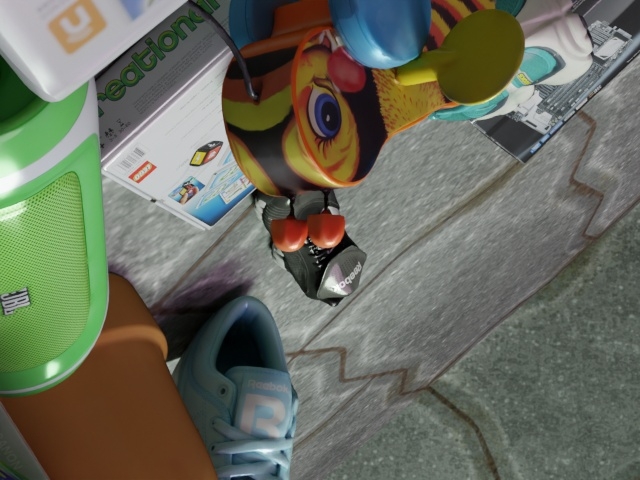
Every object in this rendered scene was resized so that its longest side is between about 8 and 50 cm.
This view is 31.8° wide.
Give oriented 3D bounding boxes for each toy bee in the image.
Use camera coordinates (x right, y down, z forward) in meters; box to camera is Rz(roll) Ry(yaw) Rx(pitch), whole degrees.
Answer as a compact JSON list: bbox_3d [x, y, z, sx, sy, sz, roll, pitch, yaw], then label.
[{"bbox_3d":[-0.003,-0.080,0.627,0.298,0.162,0.195,-11,-174,-28],"label":"toy bee"}]

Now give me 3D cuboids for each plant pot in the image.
[{"bbox_3d":[-0.217,0.196,0.932,0.291,0.203,0.291,-37,163,-13],"label":"plant pot"}]

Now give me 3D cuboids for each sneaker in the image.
[{"bbox_3d":[0.113,-0.145,0.894,0.110,0.107,0.275,-24,-179,-9],"label":"sneaker"},{"bbox_3d":[0.000,0.000,1.060,0.078,0.106,0.234,-38,162,-10],"label":"sneaker"},{"bbox_3d":[-0.083,0.198,1.075,0.135,0.365,0.150,10,129,-22],"label":"sneaker"}]

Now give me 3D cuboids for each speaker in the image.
[{"bbox_3d":[-0.183,-0.016,0.621,0.131,0.131,0.296,-33,161,-23],"label":"speaker"}]

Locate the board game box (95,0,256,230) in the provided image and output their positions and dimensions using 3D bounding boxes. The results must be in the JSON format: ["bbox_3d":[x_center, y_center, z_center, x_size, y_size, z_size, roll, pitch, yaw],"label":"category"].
[{"bbox_3d":[-0.015,-0.141,0.778,0.305,0.053,0.193,-42,161,4],"label":"board game box"}]

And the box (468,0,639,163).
[{"bbox_3d":[0.265,-0.224,1.112,0.307,0.076,0.242,-44,162,12],"label":"box"}]

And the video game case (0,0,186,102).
[{"bbox_3d":[-0.029,-0.236,0.339,0.329,0.036,0.300,-41,146,-8],"label":"video game case"}]

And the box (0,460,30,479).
[{"bbox_3d":[-0.274,0.235,0.618,0.290,0.177,0.279,44,74,-32],"label":"box"}]

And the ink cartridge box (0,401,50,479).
[{"bbox_3d":[-0.288,0.263,0.785,0.261,0.296,0.066,-32,-175,-17],"label":"ink cartridge box"}]
